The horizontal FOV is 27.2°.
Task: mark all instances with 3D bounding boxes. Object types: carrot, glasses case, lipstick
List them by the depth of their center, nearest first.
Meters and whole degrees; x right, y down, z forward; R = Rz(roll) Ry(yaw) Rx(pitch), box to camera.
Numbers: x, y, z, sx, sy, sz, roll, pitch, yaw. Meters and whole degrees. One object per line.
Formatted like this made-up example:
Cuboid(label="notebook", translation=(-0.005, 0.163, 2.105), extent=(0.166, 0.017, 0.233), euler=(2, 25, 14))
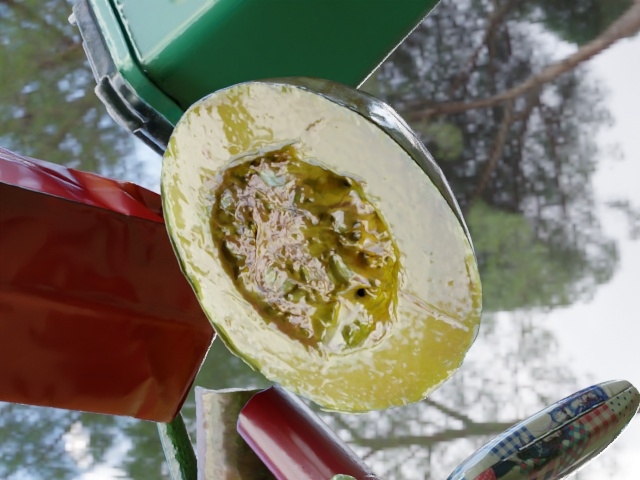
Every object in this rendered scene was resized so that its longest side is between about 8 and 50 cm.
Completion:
Cuboid(label="lipstick", translation=(0.030, 0.228, 1.116), extent=(0.073, 0.280, 0.073), euler=(-24, -45, -26))
Cuboid(label="carrot", translation=(-0.075, 0.290, 1.364), extent=(0.114, 0.114, 0.302), euler=(-12, -77, -54))
Cuboid(label="glasses case", translation=(0.253, 0.247, 1.530), extent=(0.327, 0.125, 0.076), euler=(-21, -117, -38))

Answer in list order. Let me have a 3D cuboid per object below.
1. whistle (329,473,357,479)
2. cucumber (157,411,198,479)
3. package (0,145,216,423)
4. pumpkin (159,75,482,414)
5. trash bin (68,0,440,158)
Cuboid(label="whistle", translation=(0.006, 0.242, 1.000), extent=(0.085, 0.105, 0.227), euler=(-38, -25, -35))
Cuboid(label="cucumber", translation=(-0.162, 0.253, 1.538), extent=(0.037, 0.037, 0.155), euler=(10, -125, -53))
Cuboid(label="package", translation=(-0.226, 0.033, 1.112), extent=(0.423, 0.123, 0.196), euler=(17, -76, -41))
Cuboid(label="pumpkin", translation=(0.010, -0.013, 0.795), extent=(0.110, 0.217, 0.217), euler=(-49, -56, -49))
Cuboid(label="trash bin", translation=(-0.041, -0.243, 1.432), extent=(0.295, 0.381, 0.259), euler=(39, -163, -41))
